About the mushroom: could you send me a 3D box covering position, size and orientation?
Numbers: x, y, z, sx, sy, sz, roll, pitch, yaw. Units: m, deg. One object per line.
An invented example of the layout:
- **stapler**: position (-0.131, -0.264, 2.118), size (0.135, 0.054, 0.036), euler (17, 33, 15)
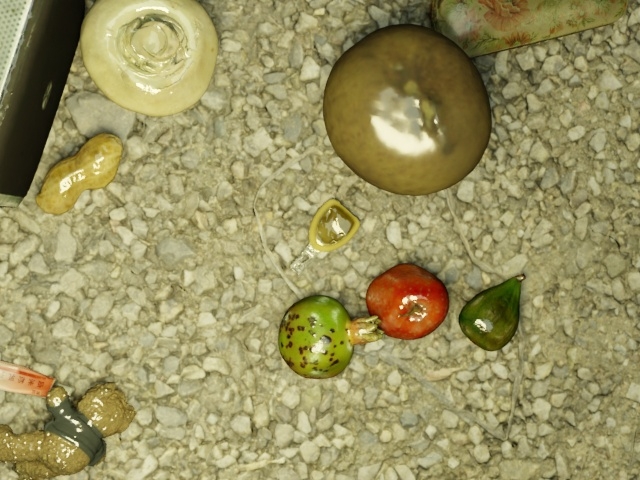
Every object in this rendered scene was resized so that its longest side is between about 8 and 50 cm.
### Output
- **mushroom**: position (-0.300, -0.343, 1.395), size (0.246, 0.202, 0.246), euler (-3, 99, -18)

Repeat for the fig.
- **fig**: position (0.357, 0.139, 1.577), size (0.117, 0.117, 0.177), euler (43, 67, -8)

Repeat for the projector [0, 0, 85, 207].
- **projector**: position (-0.554, -0.276, 1.246), size (0.242, 0.395, 0.405), euler (18, 89, -11)

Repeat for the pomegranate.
- **pomegranate**: position (0.016, 0.181, 1.470), size (0.205, 0.159, 0.159), euler (-11, 93, 18)

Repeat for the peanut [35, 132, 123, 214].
- **peanut**: position (-0.439, -0.120, 1.432), size (0.192, 0.089, 0.089), euler (-38, 97, -4)

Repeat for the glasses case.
- **glasses case**: position (0.427, -0.477, 1.578), size (0.425, 0.098, 0.157), euler (-16, 98, -10)

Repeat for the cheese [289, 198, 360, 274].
- **cheese**: position (0.000, 0.000, 1.536), size (0.086, 0.036, 0.162), euler (43, 83, -7)

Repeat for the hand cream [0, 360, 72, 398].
- **hand cream**: position (-0.566, 0.252, 1.438), size (0.216, 0.038, 0.052), euler (16, 61, -7)

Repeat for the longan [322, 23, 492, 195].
- **longan**: position (0.159, -0.234, 1.431), size (0.318, 0.319, 0.319), euler (0, 91, -11)

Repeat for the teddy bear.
- **teddy bear**: position (-0.457, 0.360, 1.406), size (0.251, 0.129, 0.182), euler (-32, 135, -12)

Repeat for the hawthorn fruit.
- **hawthorn fruit**: position (0.176, 0.122, 1.485), size (0.162, 0.203, 0.163), euler (-1, 95, -12)
